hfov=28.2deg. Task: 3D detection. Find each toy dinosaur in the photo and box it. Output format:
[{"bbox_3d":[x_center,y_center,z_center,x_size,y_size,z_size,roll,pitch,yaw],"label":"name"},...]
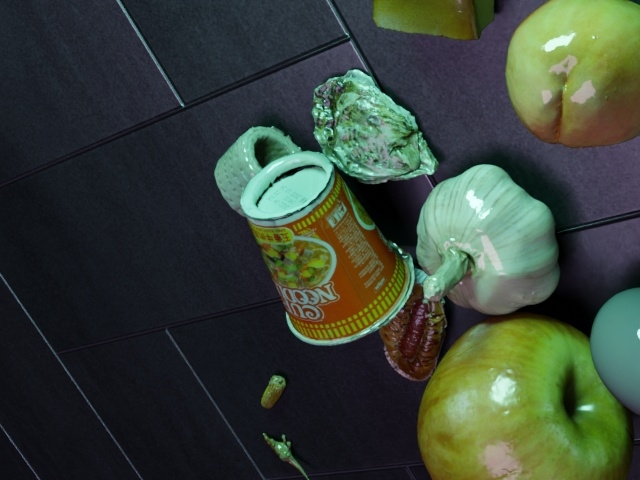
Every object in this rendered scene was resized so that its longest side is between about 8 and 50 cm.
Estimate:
[{"bbox_3d":[-0.056,0.359,2.146,0.113,0.026,0.041,38,145,20],"label":"toy dinosaur"}]

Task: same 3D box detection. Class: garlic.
[{"bbox_3d":[0.183,0.031,1.562,0.199,0.226,0.199,17,125,26],"label":"garlic"}]

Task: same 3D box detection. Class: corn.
[{"bbox_3d":[-0.077,0.245,2.074,0.028,0.027,0.083,22,137,-6],"label":"corn"}]

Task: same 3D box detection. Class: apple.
[{"bbox_3d":[0.260,0.238,1.629,0.286,0.286,0.233,49,135,-5],"label":"apple"}]

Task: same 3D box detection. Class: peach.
[{"bbox_3d":[0.284,-0.181,1.357,0.184,0.184,0.184,20,133,24],"label":"peach"}]

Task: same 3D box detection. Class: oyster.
[{"bbox_3d":[0.064,-0.138,1.646,0.125,0.064,0.177,-33,90,33],"label":"oyster"}]

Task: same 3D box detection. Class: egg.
[{"bbox_3d":[0.406,0.140,1.518,0.198,0.146,0.146,55,149,39],"label":"egg"}]

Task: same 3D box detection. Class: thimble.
[{"bbox_3d":[-0.079,-0.092,1.757,0.115,0.102,0.090,33,138,-17],"label":"thimble"}]

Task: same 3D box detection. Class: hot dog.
[{"bbox_3d":[0.130,0.124,1.802,0.099,0.053,0.192,25,132,25],"label":"hot dog"}]

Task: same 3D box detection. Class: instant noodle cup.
[{"bbox_3d":[0.000,0.000,1.674,0.193,0.193,0.212,3,137,36],"label":"instant noodle cup"}]

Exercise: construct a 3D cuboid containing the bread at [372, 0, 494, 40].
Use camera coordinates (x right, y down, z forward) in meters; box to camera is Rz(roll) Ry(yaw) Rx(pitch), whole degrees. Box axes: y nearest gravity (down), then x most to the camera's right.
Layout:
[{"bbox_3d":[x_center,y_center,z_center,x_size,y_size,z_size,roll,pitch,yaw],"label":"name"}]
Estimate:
[{"bbox_3d":[0.113,-0.400,1.384,0.138,0.077,0.361,15,130,29],"label":"bread"}]
